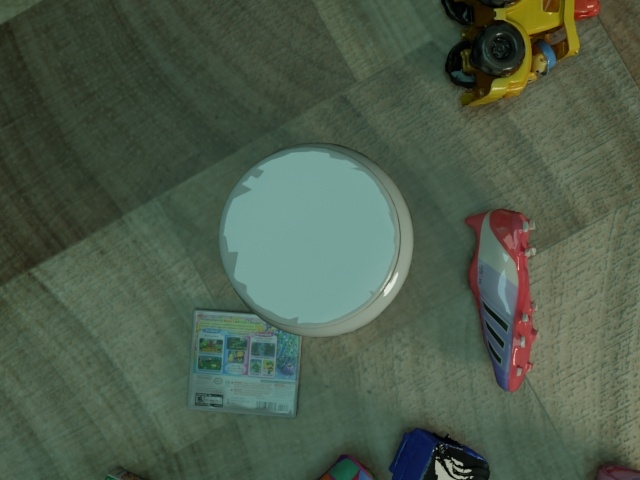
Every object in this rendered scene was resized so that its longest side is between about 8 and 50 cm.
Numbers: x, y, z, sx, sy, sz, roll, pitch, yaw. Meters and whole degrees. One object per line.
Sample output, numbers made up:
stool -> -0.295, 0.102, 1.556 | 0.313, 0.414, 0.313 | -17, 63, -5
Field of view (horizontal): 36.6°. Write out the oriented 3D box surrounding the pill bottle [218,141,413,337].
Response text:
pill bottle -> 0.000, 0.000, 1.177 | 0.224, 0.392, 0.224 | 0, 89, 4

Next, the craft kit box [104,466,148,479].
craft kit box -> -0.229, 0.483, 1.356 | 0.246, 0.061, 0.250 | 22, 91, 1

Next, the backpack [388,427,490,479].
backpack -> 0.164, 0.309, 1.310 | 0.120, 0.101, 0.098 | 23, 95, -28

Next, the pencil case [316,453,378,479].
pencil case -> -0.008, 0.401, 1.297 | 0.104, 0.104, 0.236 | 41, 79, 4

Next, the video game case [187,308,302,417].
video game case -> -0.107, 0.173, 1.369 | 0.157, 0.019, 0.143 | 4, 89, 5

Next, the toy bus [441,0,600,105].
toy bus -> 0.281, -0.296, 1.300 | 0.211, 0.149, 0.220 | -2, 91, -12

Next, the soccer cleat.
soccer cleat -> 0.244, 0.080, 1.325 | 0.095, 0.083, 0.248 | 1, 92, 28

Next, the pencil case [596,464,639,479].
pencil case -> 0.399, 0.447, 1.284 | 0.124, 0.124, 0.284 | 11, 91, 4
